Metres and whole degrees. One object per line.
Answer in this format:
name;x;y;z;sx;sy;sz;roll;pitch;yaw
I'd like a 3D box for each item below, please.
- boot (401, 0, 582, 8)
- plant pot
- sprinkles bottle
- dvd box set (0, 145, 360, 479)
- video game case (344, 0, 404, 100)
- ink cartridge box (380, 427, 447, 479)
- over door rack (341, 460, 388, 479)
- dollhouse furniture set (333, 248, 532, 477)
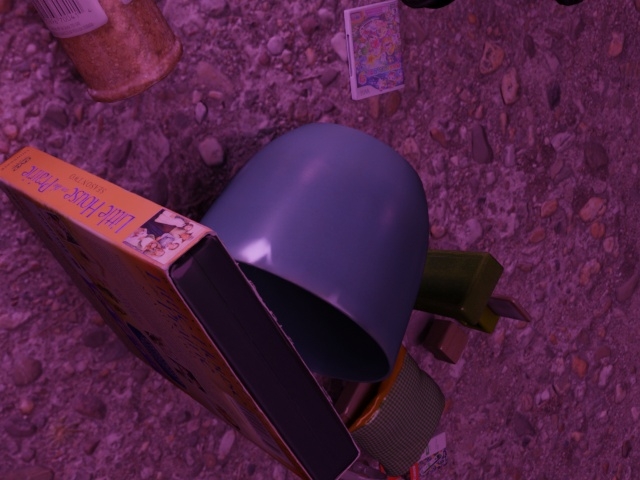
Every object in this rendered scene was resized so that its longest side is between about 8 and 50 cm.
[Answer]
boot;0.269;-0.398;1.449;0.260;0.131;0.348;42;77;-37
plant pot;0.000;0.000;1.284;0.293;0.293;0.235;44;63;-37
sprinkles bottle;-0.274;-0.315;1.077;0.121;0.121;0.355;-41;125;-20
dvd box set;-0.162;0.066;1.085;0.062;0.420;0.308;-43;124;-18
video game case;0.074;-0.259;1.423;0.087;0.011;0.122;-20;115;-31
ink cartridge box;0.147;0.344;1.648;0.115;0.029;0.063;-21;116;-31
over door rack;-0.020;0.430;1.447;0.240;0.108;0.324;-70;162;2
dollhouse furniture set;0.171;0.187;1.509;0.197;0.151;0.301;45;66;-36
